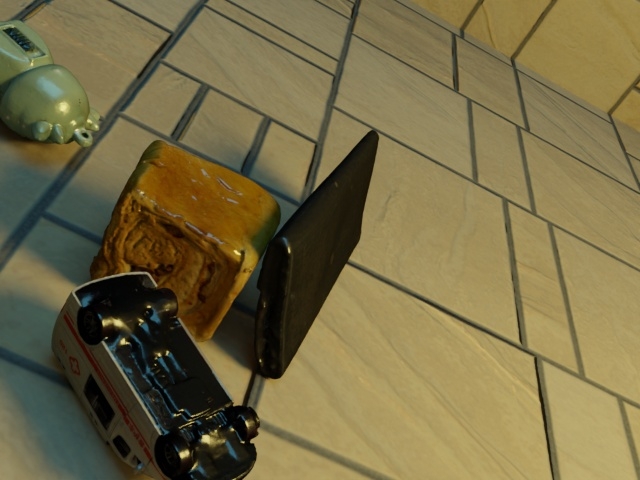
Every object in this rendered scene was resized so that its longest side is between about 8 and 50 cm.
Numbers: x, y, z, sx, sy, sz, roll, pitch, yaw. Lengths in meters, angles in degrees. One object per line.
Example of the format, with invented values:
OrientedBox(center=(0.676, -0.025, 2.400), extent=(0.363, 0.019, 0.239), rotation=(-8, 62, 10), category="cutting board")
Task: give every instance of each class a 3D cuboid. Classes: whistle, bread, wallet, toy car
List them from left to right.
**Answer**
OrientedBox(center=(-0.353, -0.191, 0.892), extent=(0.253, 0.106, 0.102), rotation=(43, 3, 3), category="whistle")
OrientedBox(center=(-0.143, 0.131, 0.658), extent=(0.089, 0.108, 0.209), rotation=(-14, 59, -51), category="toy car")
OrientedBox(center=(-0.138, -0.001, 0.797), extent=(0.158, 0.149, 0.143), rotation=(30, 35, -16), category="bread")
OrientedBox(center=(0.000, 0.000, 0.891), extent=(0.044, 0.170, 0.321), rotation=(14, 31, 12), category="wallet")
